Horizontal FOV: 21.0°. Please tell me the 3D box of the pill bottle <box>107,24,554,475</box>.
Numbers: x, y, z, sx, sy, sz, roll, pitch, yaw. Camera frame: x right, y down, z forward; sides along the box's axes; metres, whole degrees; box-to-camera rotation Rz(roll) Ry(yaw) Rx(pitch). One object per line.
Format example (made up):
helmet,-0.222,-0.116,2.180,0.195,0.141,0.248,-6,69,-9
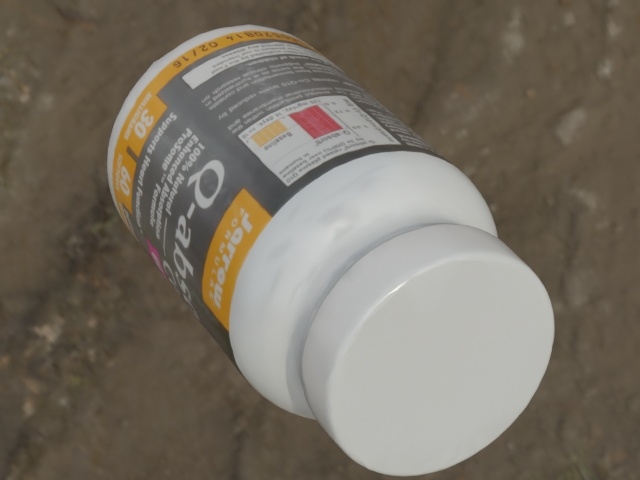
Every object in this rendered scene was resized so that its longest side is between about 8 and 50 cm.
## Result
pill bottle,0.000,0.000,0.962,0.162,0.162,0.278,-39,39,-4
